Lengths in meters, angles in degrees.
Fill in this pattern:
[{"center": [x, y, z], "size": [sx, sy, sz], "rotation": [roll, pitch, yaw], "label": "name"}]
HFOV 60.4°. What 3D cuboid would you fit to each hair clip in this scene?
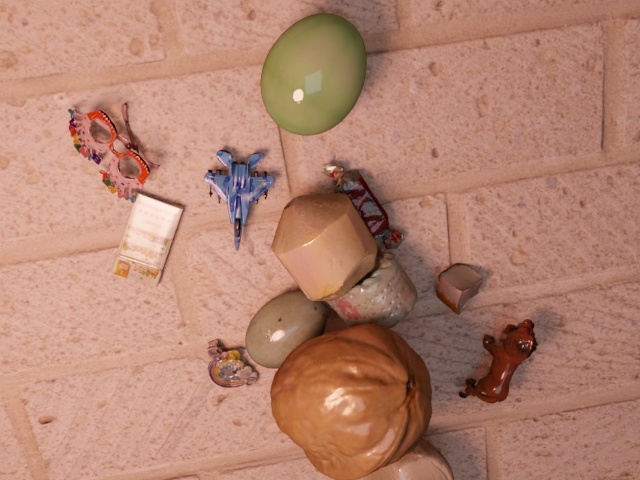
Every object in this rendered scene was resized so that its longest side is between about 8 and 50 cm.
[{"center": [-0.253, 0.347, 1.501], "size": [0.116, 0.049, 0.172], "rotation": [-20, 117, 14], "label": "hair clip"}]

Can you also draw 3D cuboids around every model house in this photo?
[{"center": [0.370, 0.131, 1.484], "size": [0.100, 0.088, 0.100], "rotation": [-24, 138, -31], "label": "model house"}]

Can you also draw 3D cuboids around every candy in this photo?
[{"center": [0.108, -0.088, 1.394], "size": [0.086, 0.059, 0.292], "rotation": [-36, 107, 9], "label": "candy"}]

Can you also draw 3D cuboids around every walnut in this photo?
[{"center": [0.074, 0.364, 1.267], "size": [0.381, 0.381, 0.381], "rotation": [-2, 107, -6], "label": "walnut"}]

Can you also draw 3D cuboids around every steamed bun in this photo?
[{"center": [0.265, 0.732, 1.569], "size": [0.236, 0.247, 0.384], "rotation": [-2, 102, -17], "label": "steamed bun"}]

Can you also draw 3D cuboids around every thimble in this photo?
[{"center": [0.129, 0.137, 1.400], "size": [0.211, 0.185, 0.149], "rotation": [-33, 106, 14], "label": "thimble"}]

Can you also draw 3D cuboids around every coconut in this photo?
[{"center": [0.000, 0.000, 1.320], "size": [0.239, 0.239, 0.244], "rotation": [-31, 112, 4], "label": "coconut"}]

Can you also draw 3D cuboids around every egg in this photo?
[{"center": [-0.014, -0.364, 1.212], "size": [0.220, 0.220, 0.270], "rotation": [26, 93, -13], "label": "egg"}, {"center": [-0.087, 0.227, 1.412], "size": [0.236, 0.169, 0.169], "rotation": [-36, 107, 5], "label": "egg"}]

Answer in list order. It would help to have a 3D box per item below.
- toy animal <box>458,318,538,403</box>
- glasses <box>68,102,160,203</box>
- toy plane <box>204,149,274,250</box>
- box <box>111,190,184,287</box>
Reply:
[{"center": [0.502, 0.345, 1.519], "size": [0.097, 0.157, 0.312], "rotation": [17, 103, -10], "label": "toy animal"}, {"center": [-0.486, -0.214, 1.290], "size": [0.162, 0.095, 0.255], "rotation": [-27, 103, 29], "label": "glasses"}, {"center": [-0.200, -0.095, 1.352], "size": [0.169, 0.078, 0.246], "rotation": [2, 113, -6], "label": "toy plane"}, {"center": [-0.434, -0.001, 1.376], "size": [0.122, 0.032, 0.220], "rotation": [20, 104, -10], "label": "box"}]
